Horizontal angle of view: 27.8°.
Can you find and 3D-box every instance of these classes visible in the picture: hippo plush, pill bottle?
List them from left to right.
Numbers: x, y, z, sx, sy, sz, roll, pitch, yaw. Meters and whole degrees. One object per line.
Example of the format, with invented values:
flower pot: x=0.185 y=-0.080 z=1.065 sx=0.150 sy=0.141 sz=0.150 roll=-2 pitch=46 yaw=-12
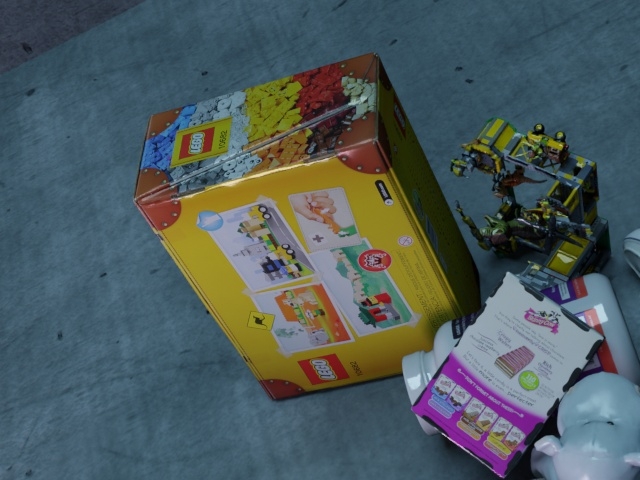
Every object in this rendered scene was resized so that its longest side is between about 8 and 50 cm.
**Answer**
pill bottle: x=0.291 y=0.177 z=1.877 sx=0.323 sy=0.181 sz=0.181 roll=-19 pitch=42 yaw=12
hippo plush: x=0.341 y=0.303 z=1.676 sx=0.234 sy=0.236 sz=0.294 roll=-1 pitch=48 yaw=29

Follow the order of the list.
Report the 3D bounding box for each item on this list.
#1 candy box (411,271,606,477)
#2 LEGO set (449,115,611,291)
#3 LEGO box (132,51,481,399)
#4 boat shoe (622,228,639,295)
candy box: x=0.255 y=0.181 z=1.754 sx=0.159 sy=0.071 sz=0.233 roll=36 pitch=96 yaw=14
LEGO set: x=0.307 y=-0.011 z=1.984 sx=0.255 sy=0.331 sz=0.192 roll=29 pitch=67 yaw=22
LEGO box: x=0.000 y=0.000 z=1.981 sx=0.372 sy=0.500 sz=0.193 roll=-13 pitch=44 yaw=17
boat shoe: x=0.520 y=0.083 z=1.913 sx=0.088 sy=0.096 sz=0.267 roll=-31 pitch=49 yaw=-8
